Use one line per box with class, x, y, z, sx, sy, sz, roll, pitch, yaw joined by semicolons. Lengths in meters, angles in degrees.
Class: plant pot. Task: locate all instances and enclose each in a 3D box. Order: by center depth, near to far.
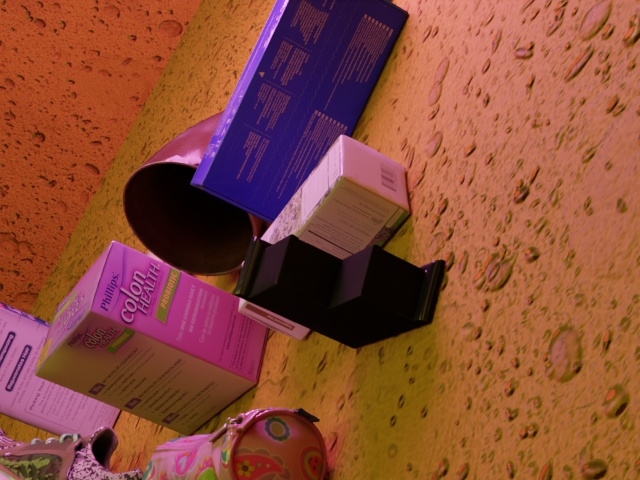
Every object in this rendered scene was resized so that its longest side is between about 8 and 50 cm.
plant pot;-0.160;-0.099;1.762;0.215;0.215;0.230;-45;12;42

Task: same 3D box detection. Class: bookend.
bookend;0.017;0.040;1.175;0.156;0.157;0.072;-29;40;59

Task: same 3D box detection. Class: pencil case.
pencil case;-0.102;0.256;1.259;0.284;0.124;0.124;-32;37;58

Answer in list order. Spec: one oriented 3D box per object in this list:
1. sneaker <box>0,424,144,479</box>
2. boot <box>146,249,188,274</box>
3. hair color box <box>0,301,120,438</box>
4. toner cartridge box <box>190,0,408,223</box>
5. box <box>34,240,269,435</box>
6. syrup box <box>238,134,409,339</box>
sneaker;-0.392;0.363;1.768;0.410;0.158;0.182;22;64;44
boot;-0.238;-0.002;1.949;0.262;0.095;0.203;-37;32;54
hair color box;-0.514;0.224;1.995;0.174;0.347;0.105;-65;20;-5
toner cartridge box;-0.029;-0.196;1.566;0.348;0.165;0.075;-64;20;-3
box;-0.228;0.140;1.540;0.213;0.243;0.117;-42;29;47
syrup box;0.000;0.000;1.354;0.237;0.096;0.093;-52;21;31
